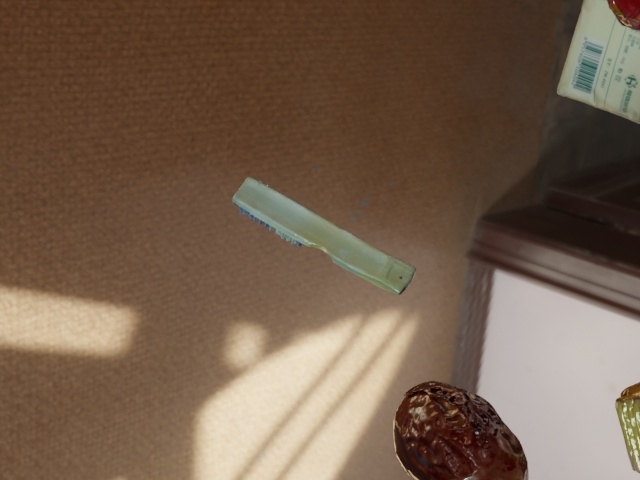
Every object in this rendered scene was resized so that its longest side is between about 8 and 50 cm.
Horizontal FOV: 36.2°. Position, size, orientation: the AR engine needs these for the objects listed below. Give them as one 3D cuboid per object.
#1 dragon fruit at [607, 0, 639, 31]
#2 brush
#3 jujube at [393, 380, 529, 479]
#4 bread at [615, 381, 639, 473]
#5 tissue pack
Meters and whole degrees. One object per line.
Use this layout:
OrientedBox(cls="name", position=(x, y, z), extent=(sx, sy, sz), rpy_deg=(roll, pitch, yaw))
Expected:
OrientedBox(cls="dragon fruit", position=(0.409, -0.273, 1.175), extent=(0.094, 0.191, 0.094), rpy_deg=(-26, 158, -11))
OrientedBox(cls="brush", position=(0.000, 0.000, 0.849), extent=(0.033, 0.178, 0.030), rpy_deg=(-48, 158, -33))
OrientedBox(cls="jujube", position=(0.210, 0.323, 1.515), extent=(0.183, 0.243, 0.184), rpy_deg=(-11, 123, -17))
OrientedBox(cls="bread", position=(0.533, 0.240, 1.337), extent=(0.250, 0.179, 0.133), rpy_deg=(-16, 86, -20))
OrientedBox(cls="tissue pack", position=(0.641, -0.406, 1.804), extent=(0.207, 0.297, 0.381), rpy_deg=(-20, 131, -47))
